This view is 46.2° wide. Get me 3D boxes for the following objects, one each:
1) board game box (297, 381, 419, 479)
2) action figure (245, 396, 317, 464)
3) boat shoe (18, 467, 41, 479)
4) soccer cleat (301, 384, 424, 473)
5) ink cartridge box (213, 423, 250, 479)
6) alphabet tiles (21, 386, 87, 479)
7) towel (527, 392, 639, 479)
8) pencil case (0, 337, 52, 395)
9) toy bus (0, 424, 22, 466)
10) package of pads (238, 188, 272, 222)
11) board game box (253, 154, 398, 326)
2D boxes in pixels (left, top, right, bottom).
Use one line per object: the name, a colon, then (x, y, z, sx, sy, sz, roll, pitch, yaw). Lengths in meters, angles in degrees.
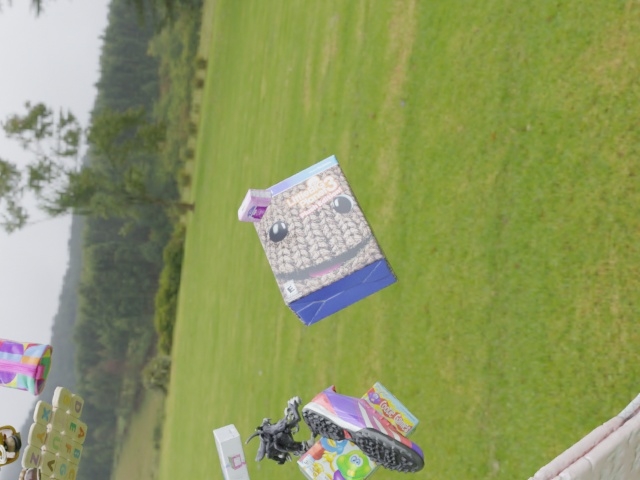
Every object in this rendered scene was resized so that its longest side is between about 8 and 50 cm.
board game box: (0.092, 0.504, 1.833, 0.142, 0.275, 0.144, 43, 162, 19)
action figure: (-0.071, 0.500, 1.919, 0.164, 0.276, 0.141, -59, 29, 14)
boat shoe: (-0.533, 0.496, 1.407, 0.207, 0.073, 0.073, -130, 34, -65)
soccer cleat: (0.107, 0.412, 1.673, 0.318, 0.116, 0.108, 15, 133, 37)
ink cartridge box: (-0.205, 0.500, 1.734, 0.088, 0.052, 0.122, -166, 65, -71)
alphabet tiles: (-0.694, 0.541, 1.985, 0.278, 0.021, 0.284, 72, -160, -60)
towel: (0.413, 0.424, 1.161, 0.053, 0.317, 0.332, 29, 133, 46)
pencil case: (-0.604, 0.212, 1.333, 0.104, 0.236, 0.104, -170, 90, -80)
toy bus: (-0.749, 0.476, 1.736, 0.202, 0.104, 0.191, 41, 118, 28)
package of pads: (-0.137, -0.073, 1.572, 0.083, 0.050, 0.032, 123, 144, -47)
board game box: (0.000, 0.000, 1.665, 0.291, 0.232, 0.141, 65, -175, 31)
